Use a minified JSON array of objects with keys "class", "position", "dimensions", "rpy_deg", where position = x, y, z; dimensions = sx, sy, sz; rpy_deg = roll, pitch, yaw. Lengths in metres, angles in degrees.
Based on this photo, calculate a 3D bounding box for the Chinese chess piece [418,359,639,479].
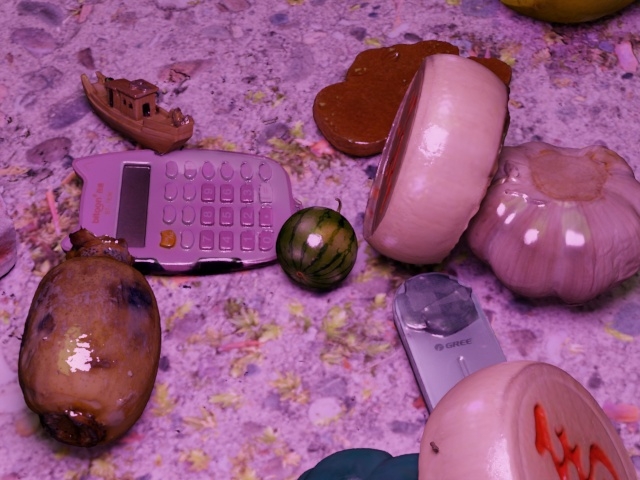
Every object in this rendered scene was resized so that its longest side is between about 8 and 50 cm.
[{"class":"Chinese chess piece","position":[0.204,0.243,0.982],"dimensions":[0.102,0.273,0.273],"rpy_deg":[-29,45,34]}]

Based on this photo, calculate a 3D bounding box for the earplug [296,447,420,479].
[{"class":"earplug","position":[0.072,0.325,1.000],"dimensions":[0.280,0.164,0.258],"rpy_deg":[27,90,33]}]

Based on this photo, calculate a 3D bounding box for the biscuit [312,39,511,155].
[{"class":"biscuit","position":[0.130,-0.192,1.456],"dimensions":[0.290,0.041,0.208],"rpy_deg":[-16,54,-14]}]

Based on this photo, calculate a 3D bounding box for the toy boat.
[{"class":"toy boat","position":[-0.244,-0.177,1.397],"dimensions":[0.206,0.072,0.064],"rpy_deg":[30,40,34]}]

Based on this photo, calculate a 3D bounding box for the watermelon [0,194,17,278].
[{"class":"watermelon","position":[-0.446,-0.042,1.241],"dimensions":[0.213,0.290,0.320],"rpy_deg":[18,32,-25]}]

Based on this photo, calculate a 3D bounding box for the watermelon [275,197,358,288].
[{"class":"watermelon","position":[-0.002,0.006,1.264],"dimensions":[0.108,0.109,0.109],"rpy_deg":[0,51,0]}]

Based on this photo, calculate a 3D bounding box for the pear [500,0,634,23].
[{"class":"pear","position":[0.374,-0.410,1.582],"dimensions":[0.239,0.139,0.288],"rpy_deg":[-2,46,-21]}]

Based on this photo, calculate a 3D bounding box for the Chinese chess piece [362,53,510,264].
[{"class":"Chinese chess piece","position":[0.132,-0.093,1.246],"dimensions":[0.103,0.250,0.250],"rpy_deg":[18,52,-5]}]

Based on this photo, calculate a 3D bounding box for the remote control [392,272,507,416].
[{"class":"remote control","position":[0.152,0.140,1.185],"dimensions":[0.104,0.052,0.247],"rpy_deg":[-10,52,-10]}]

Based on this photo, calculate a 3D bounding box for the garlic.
[{"class":"garlic","position":[0.276,-0.018,1.248],"dimensions":[0.227,0.152,0.228],"rpy_deg":[3,51,-4]}]

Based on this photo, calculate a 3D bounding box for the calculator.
[{"class":"calculator","position":[-0.168,-0.036,1.333],"dimensions":[0.294,0.043,0.194],"rpy_deg":[0,50,-5]}]

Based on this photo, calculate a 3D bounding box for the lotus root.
[{"class":"lotus root","position":[-0.244,0.092,1.159],"dimensions":[0.154,0.154,0.278],"rpy_deg":[-1,48,-2]}]
